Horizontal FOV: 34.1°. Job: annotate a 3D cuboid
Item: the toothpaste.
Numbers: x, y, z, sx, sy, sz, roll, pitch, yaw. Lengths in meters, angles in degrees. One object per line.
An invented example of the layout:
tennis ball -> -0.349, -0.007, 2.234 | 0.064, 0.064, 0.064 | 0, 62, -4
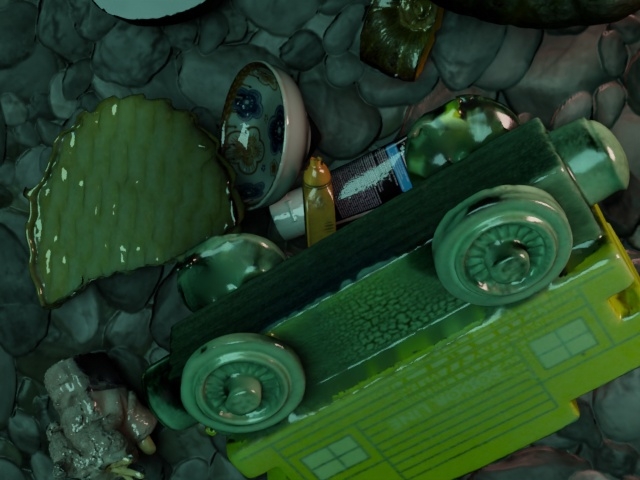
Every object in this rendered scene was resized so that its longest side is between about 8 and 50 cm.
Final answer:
toothpaste -> 0.048, -0.051, 0.990 | 0.193, 0.045, 0.071 | -23, 96, 11

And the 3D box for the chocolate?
chocolate -> -0.143, -0.271, 1.010 | 0.125, 0.080, 0.149 | 24, 93, 1

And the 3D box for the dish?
dish -> -0.033, -0.097, 0.991 | 0.141, 0.078, 0.141 | -9, 80, 60

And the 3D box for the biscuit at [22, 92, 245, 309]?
biscuit -> -0.195, -0.051, 1.035 | 0.273, 0.036, 0.187 | -18, 81, 30

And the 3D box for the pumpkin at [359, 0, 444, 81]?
pumpkin -> 0.077, -0.204, 0.976 | 0.073, 0.035, 0.101 | 25, 103, 24

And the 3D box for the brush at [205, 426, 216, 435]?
brush -> -0.120, 0.159, 1.058 | 0.018, 0.021, 0.083 | -13, 90, 13

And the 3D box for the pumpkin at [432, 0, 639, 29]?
pumpkin -> 0.177, -0.322, 0.834 | 0.320, 0.192, 0.321 | 5, 114, 11

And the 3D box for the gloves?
gloves -> -0.229, 0.186, 1.052 | 0.094, 0.110, 0.144 | -27, 57, 23

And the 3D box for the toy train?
toy train -> 0.076, 0.074, 0.882 | 0.442, 0.179, 0.272 | -29, 123, 15

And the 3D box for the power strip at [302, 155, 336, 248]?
power strip -> 0.000, 0.000, 0.964 | 0.028, 0.049, 0.178 | -5, 124, -2
